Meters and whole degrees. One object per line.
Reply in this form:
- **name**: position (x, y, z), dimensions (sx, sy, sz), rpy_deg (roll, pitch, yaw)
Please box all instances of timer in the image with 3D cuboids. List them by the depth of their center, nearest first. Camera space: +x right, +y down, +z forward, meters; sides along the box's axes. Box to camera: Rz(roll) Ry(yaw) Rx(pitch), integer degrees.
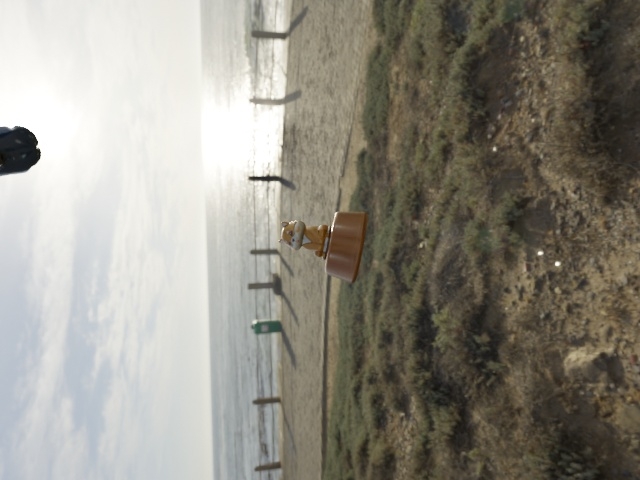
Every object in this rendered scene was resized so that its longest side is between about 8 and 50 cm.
- **timer**: position (0.000, 0.000, 0.890), dimensions (0.132, 0.152, 0.132), rpy_deg (11, -90, -88)

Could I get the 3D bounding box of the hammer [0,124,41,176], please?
- **hammer**: position (-0.268, -0.037, 0.280), dimensions (0.069, 0.194, 0.116), rpy_deg (35, 136, 46)
